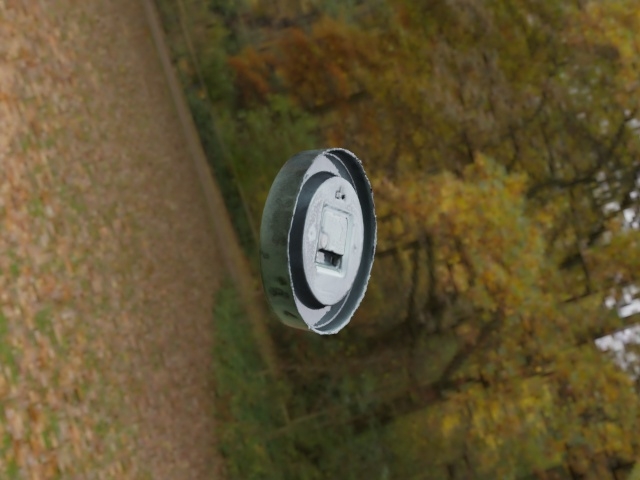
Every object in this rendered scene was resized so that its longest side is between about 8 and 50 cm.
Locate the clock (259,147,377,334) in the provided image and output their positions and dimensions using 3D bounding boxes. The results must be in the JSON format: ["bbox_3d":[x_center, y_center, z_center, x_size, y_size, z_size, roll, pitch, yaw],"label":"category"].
[{"bbox_3d":[0.000,0.000,0.537,0.085,0.017,0.085,-16,108,-60],"label":"clock"}]
